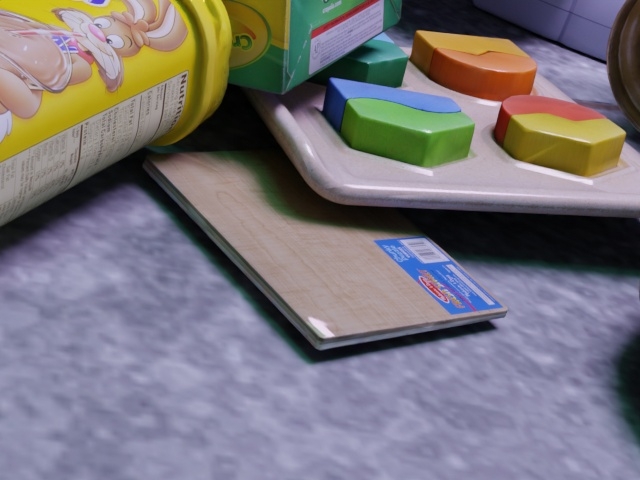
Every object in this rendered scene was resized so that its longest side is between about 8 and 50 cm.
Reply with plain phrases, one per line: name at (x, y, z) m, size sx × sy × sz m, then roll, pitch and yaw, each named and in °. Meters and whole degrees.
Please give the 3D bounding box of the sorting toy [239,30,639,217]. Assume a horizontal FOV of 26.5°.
sorting toy at (0.060, -0.064, 0.644) m, size 0.208 × 0.038 × 0.193 m, roll 6°, pitch 24°, yaw -23°

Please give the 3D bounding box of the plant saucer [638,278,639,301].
plant saucer at (0.210, 0.066, 0.522) m, size 0.199 × 0.036 × 0.198 m, roll 14°, pitch 29°, yaw -8°

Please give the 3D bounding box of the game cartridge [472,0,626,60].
game cartridge at (0.249, -0.158, 0.934) m, size 0.294 × 0.060 × 0.196 m, roll 17°, pitch 32°, yaw -3°

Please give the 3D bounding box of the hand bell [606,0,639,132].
hand bell at (0.247, -0.158, 0.811) m, size 0.126 × 0.126 × 0.242 m, roll 21°, pitch 37°, yaw 4°

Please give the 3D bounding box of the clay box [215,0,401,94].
clay box at (-0.086, -0.128, 0.633) m, size 0.222 × 0.053 × 0.127 m, roll 14°, pitch 28°, yaw 23°

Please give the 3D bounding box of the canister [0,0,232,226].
canister at (-0.127, -0.060, 0.497) m, size 0.126 × 0.073 × 0.170 m, roll 19°, pitch 28°, yaw 18°

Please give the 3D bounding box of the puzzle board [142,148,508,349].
puzzle board at (0.000, 0.000, 0.540) m, size 0.096 × 0.011 × 0.128 m, roll -5°, pitch 36°, yaw -39°
